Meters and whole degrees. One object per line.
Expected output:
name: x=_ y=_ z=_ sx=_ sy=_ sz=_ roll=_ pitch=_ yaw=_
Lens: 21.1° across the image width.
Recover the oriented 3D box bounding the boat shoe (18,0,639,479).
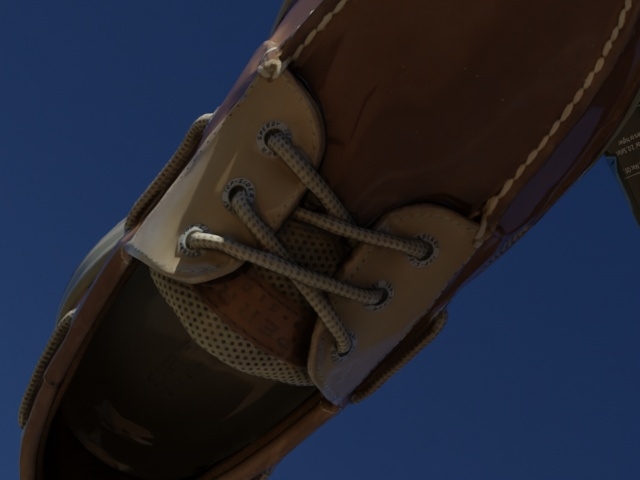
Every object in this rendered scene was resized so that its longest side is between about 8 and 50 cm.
boat shoe: x=0.000 y=0.000 z=0.568 sx=0.123 sy=0.116 sz=0.324 roll=35 pitch=-54 yaw=-6

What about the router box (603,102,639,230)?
router box: x=0.224 y=-0.130 z=0.707 sx=0.081 sy=0.309 sz=0.243 roll=-25 pitch=-89 yaw=58
